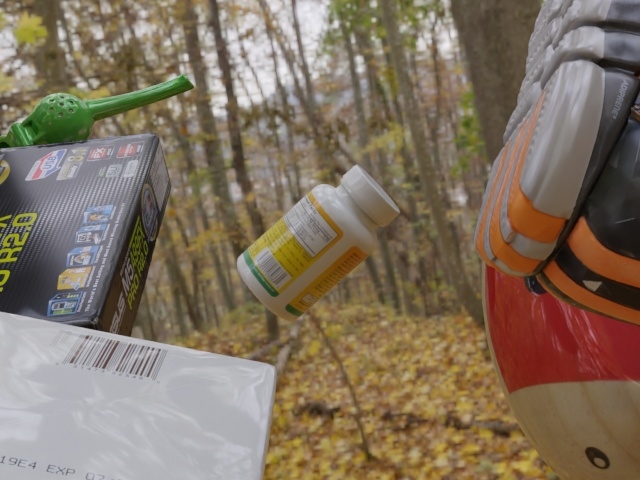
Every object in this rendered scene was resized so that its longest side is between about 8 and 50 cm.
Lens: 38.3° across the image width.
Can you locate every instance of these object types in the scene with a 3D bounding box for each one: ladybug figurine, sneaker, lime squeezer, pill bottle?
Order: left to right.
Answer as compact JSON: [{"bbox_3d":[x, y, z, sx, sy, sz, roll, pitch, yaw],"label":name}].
[{"bbox_3d":[-0.272,-0.088,0.903,0.310,0.059,0.110,-37,-3,2],"label":"lime squeezer"},{"bbox_3d":[0.000,0.000,1.224,0.208,0.117,0.117,-43,3,9],"label":"pill bottle"},{"bbox_3d":[0.287,0.011,0.803,0.305,0.449,0.162,-5,-22,17],"label":"ladybug figurine"},{"bbox_3d":[0.203,-0.085,0.471,0.180,0.321,0.124,23,-25,0],"label":"sneaker"}]

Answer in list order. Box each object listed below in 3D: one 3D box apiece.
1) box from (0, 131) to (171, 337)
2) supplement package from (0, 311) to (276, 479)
[{"bbox_3d":[-0.248,0.011,0.742,0.216,0.060,0.270,-5,35,5],"label":"box"},{"bbox_3d":[-0.110,0.174,0.378,0.139,0.244,0.134,12,18,-2],"label":"supplement package"}]
